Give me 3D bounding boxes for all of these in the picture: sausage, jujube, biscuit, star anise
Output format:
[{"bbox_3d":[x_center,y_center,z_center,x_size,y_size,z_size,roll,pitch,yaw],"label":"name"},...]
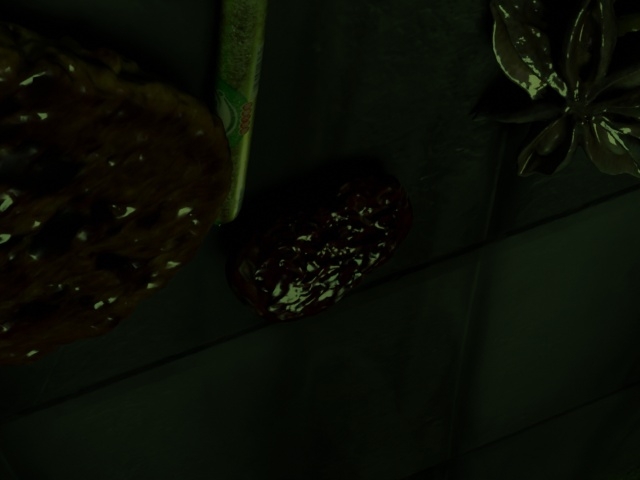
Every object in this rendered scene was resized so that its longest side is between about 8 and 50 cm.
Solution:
[{"bbox_3d":[-0.060,-0.100,0.755,0.033,0.032,0.269,-13,143,-21],"label":"sausage"},{"bbox_3d":[0.000,-0.001,0.881,0.166,0.104,0.104,-38,147,-9],"label":"jujube"},{"bbox_3d":[-0.217,-0.022,0.708,0.289,0.081,0.334,-43,148,19],"label":"biscuit"},{"bbox_3d":[0.222,-0.119,0.844,0.197,0.073,0.212,11,145,9],"label":"star anise"}]

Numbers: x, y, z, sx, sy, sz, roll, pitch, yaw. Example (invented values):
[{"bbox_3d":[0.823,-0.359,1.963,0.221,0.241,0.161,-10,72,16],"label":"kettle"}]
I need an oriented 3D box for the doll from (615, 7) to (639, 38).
[{"bbox_3d":[0.297,-0.161,0.901,0.137,0.097,0.209,41,128,-22],"label":"doll"}]
